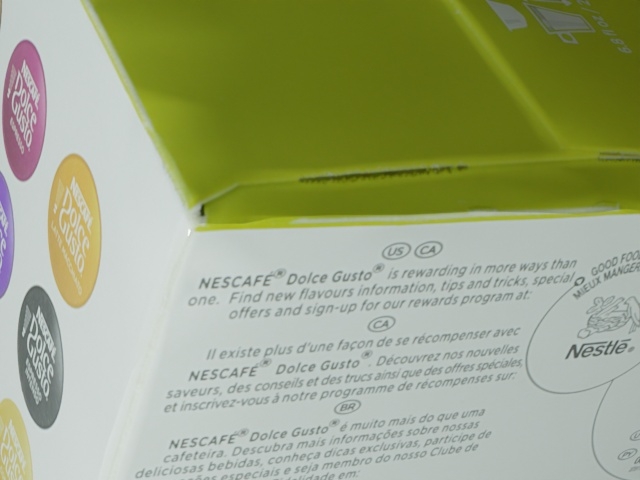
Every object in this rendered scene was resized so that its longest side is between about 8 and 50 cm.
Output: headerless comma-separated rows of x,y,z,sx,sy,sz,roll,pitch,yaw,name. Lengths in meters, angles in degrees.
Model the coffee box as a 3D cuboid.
0.000,0.000,0.656,0.337,0.338,0.334,60,141,40,coffee box
